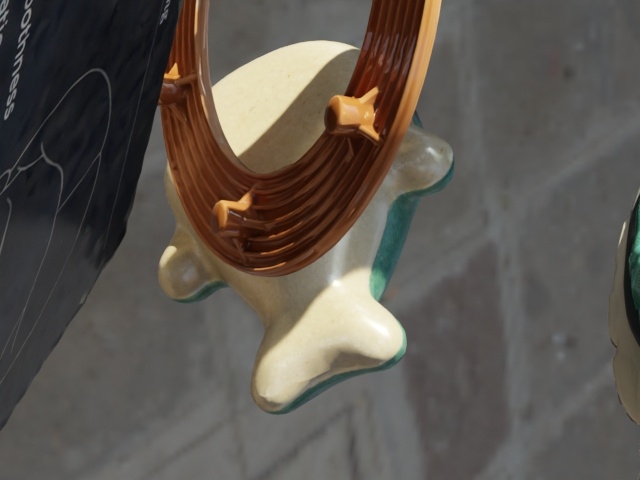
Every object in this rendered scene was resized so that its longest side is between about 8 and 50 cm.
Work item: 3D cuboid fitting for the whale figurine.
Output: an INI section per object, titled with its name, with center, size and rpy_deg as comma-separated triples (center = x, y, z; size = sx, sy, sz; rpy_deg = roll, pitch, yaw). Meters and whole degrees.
[whale figurine]
center = 0.000, 0.000, 1.293
size = 0.141, 0.216, 0.272
rpy_deg = 48, 22, -46

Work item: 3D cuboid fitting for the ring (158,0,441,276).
[ring]
center = -0.029, -0.147, 1.142
size = 0.032, 0.337, 0.336
rpy_deg = 6, 88, -28

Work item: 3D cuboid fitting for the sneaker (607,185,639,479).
[sneaker]
center = 0.154, 0.030, 0.671
size = 0.275, 0.107, 0.110
rpy_deg = -79, 169, -55

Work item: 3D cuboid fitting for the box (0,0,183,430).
[box]
center = -0.257, -0.086, 0.870
size = 0.471, 0.297, 0.480
rpy_deg = -60, 171, -49
